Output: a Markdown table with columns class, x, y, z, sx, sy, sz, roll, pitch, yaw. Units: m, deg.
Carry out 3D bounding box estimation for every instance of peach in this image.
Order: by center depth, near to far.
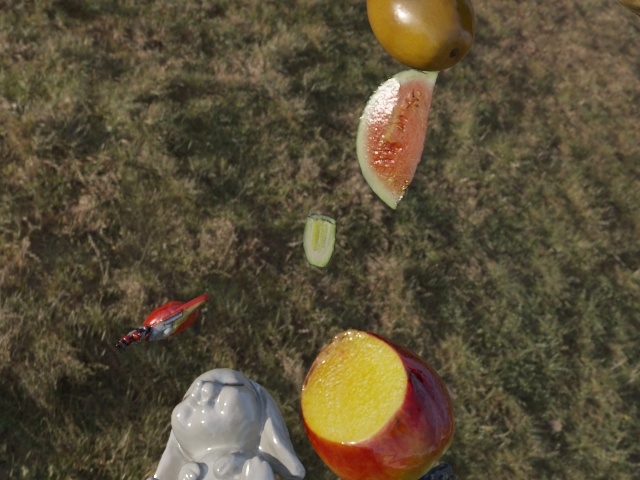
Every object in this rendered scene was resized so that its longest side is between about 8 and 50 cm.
| class | x | y | z | sx | sy | sz | roll | pitch | yaw |
| --- | --- | --- | --- | --- | --- | --- | --- | --- | --- |
| peach | 0.068 | 0.209 | 0.906 | 0.192 | 0.190 | 0.190 | 51 | 48 | -1 |

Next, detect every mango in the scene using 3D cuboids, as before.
| class | x | y | z | sx | sy | sz | roll | pitch | yaw |
| --- | --- | --- | --- | --- | --- | --- | --- | --- | --- |
| mango | 0.090 | -0.234 | 0.695 | 0.102 | 0.084 | 0.184 | 7 | 46 | -26 |

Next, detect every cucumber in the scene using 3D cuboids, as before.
| class | x | y | z | sx | sy | sz | roll | pitch | yaw |
| --- | --- | --- | --- | --- | --- | --- | --- | --- | --- |
| cucumber | 0.000 | 0.000 | 1.427 | 0.067 | 0.107 | 0.035 | 14 | 28 | 9 |

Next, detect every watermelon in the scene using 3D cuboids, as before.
| class | x | y | z | sx | sy | sz | roll | pitch | yaw |
| --- | --- | --- | --- | --- | --- | --- | --- | --- | --- |
| watermelon | 0.125 | -0.180 | 1.205 | 0.119 | 0.245 | 0.063 | 27 | 18 | 33 |

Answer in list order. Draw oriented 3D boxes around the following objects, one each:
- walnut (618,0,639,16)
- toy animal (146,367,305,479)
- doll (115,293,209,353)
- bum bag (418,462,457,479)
| class | x | y | z | sx | sy | sz | roll | pitch | yaw |
| --- | --- | --- | --- | --- | --- | --- | --- | --- | --- |
| walnut | 0.417 | -0.336 | 0.741 | 0.277 | 0.252 | 0.313 | 50 | 44 | 8 |
| toy animal | -0.172 | 0.351 | 1.235 | 0.272 | 0.206 | 0.264 | -18 | 48 | 7 |
| doll | -0.283 | 0.146 | 1.278 | 0.169 | 0.109 | 0.057 | -21 | 81 | -28 |
| bum bag | 0.174 | 0.521 | 1.466 | 0.248 | 0.102 | 0.069 | -9 | 32 | -25 |
